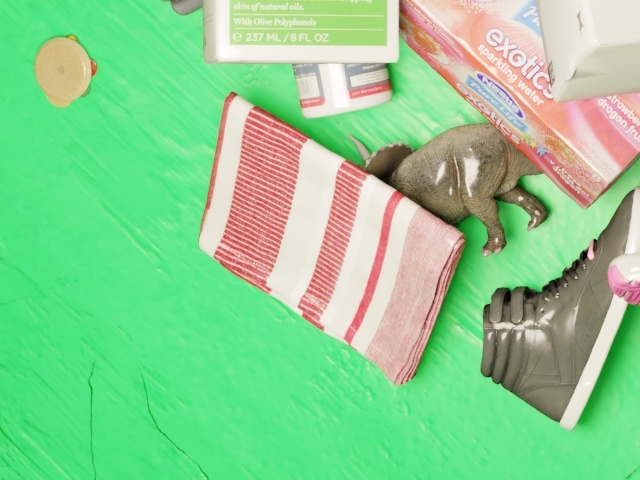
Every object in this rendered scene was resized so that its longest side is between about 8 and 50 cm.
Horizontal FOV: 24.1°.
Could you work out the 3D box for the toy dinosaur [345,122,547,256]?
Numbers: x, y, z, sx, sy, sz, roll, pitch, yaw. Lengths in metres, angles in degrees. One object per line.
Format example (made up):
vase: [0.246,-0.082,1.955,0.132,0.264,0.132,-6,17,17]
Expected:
toy dinosaur: [0.159,-0.064,1.679,0.313,0.121,0.160,-16,108,27]

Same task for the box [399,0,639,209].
box: [0.234,-0.196,1.585,0.154,0.142,0.300,-44,83,-8]

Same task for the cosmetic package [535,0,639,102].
cosmetic package: [0.407,-0.246,1.415,0.384,0.217,0.156,-6,81,-3]

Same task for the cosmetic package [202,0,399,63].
cosmetic package: [-0.024,-0.366,1.553,0.196,0.155,0.366,-2,96,-10]

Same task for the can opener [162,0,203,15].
can opener: [-0.070,-0.352,1.740,0.280,0.074,0.093,-27,57,21]

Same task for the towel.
towel: [0.000,0.000,1.727,0.329,0.037,0.237,33,133,20]

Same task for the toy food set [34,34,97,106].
toy food set: [-0.320,-0.213,1.877,0.082,0.020,0.083,-26,91,23]

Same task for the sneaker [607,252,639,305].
sneaker: [0.406,-0.002,1.577,0.103,0.252,0.111,134,121,-65]

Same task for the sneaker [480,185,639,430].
sneaker: [0.265,0.060,1.670,0.146,0.104,0.296,21,112,10]

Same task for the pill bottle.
pill bottle: [0.015,-0.236,1.702,0.108,0.108,0.180,-8,98,22]
